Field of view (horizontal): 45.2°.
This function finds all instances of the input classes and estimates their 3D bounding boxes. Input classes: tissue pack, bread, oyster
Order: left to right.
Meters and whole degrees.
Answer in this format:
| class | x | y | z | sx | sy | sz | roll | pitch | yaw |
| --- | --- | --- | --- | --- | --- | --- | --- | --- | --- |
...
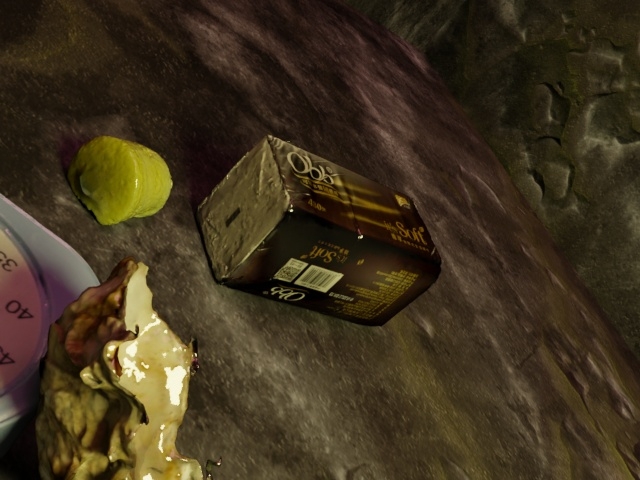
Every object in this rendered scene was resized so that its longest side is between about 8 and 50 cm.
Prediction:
| class | x | y | z | sx | sy | sz | roll | pitch | yaw |
| --- | --- | --- | --- | --- | --- | --- | --- | --- | --- |
| bread | -0.288 | -0.091 | 1.119 | 0.129 | 0.111 | 0.114 | 55 | 20 | 12 |
| oyster | -0.168 | 0.180 | 0.694 | 0.133 | 0.337 | 0.198 | 1 | 27 | 12 |
| tissue pack | 0.000 | 0.000 | 1.276 | 0.370 | 0.210 | 0.198 | 20 | 41 | -41 |

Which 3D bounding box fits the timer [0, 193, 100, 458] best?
| class | x | y | z | sx | sy | sz | roll | pitch | yaw |
| --- | --- | --- | --- | --- | --- | --- | --- | --- | --- |
| timer | -0.402 | 0.054 | 0.670 | 0.395 | 0.173 | 0.395 | 34 | 28 | -21 |
